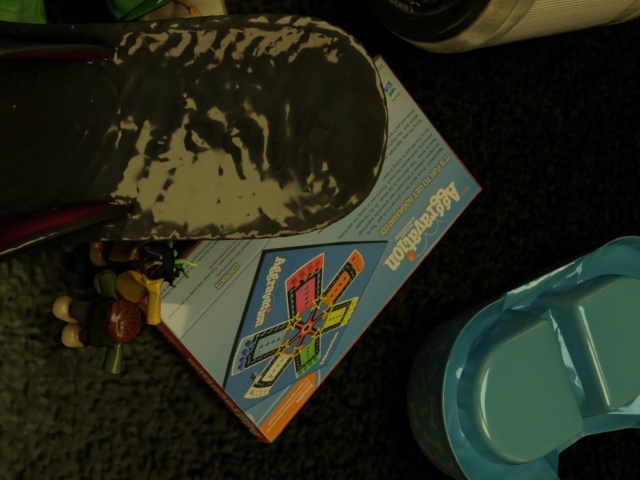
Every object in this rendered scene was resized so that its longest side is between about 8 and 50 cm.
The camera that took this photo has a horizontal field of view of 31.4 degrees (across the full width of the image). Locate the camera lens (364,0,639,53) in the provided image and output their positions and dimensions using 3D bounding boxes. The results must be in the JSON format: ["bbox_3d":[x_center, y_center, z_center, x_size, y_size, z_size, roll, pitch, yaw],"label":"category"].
[{"bbox_3d":[0.166,-0.268,0.879,0.274,0.219,0.219,-15,94,-32],"label":"camera lens"}]

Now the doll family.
[{"bbox_3d":[-0.131,-0.015,0.734,0.076,0.111,0.193,-14,93,-32],"label":"doll family"}]

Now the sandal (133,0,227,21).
[{"bbox_3d":[-0.092,-0.119,0.805,0.072,0.049,0.180,4,82,-32],"label":"sandal"}]

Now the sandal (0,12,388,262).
[{"bbox_3d":[-0.180,-0.052,0.620,0.446,0.107,0.167,-10,100,-6],"label":"sandal"}]

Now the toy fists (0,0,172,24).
[{"bbox_3d":[-0.182,-0.192,0.715,0.279,0.096,0.142,-33,96,-18],"label":"toy fists"}]

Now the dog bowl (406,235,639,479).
[{"bbox_3d":[0.195,0.104,0.949,0.297,0.074,0.166,-24,98,-31],"label":"dog bowl"}]

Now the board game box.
[{"bbox_3d":[0.000,0.000,0.864,0.145,0.027,0.281,50,63,-16],"label":"board game box"}]
